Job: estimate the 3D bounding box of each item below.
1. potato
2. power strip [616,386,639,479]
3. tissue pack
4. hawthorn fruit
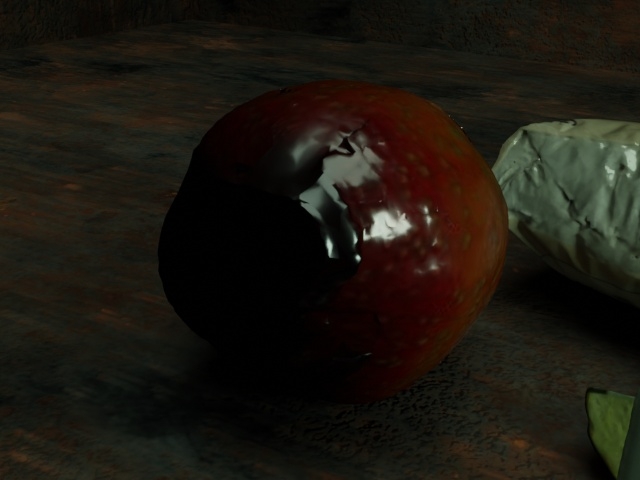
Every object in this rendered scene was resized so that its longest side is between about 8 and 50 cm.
[{"bbox_3d":[0.290,0.170,0.632,0.120,0.081,0.149,23,-13,-39],"label":"potato"},{"bbox_3d":[0.273,0.174,0.375,0.261,0.229,0.141,21,28,39],"label":"power strip"},{"bbox_3d":[0.409,-0.012,0.915,0.390,0.195,0.376,21,8,38],"label":"tissue pack"},{"bbox_3d":[0.014,0.000,0.715,0.316,0.315,0.316,2,22,-1],"label":"hawthorn fruit"}]
